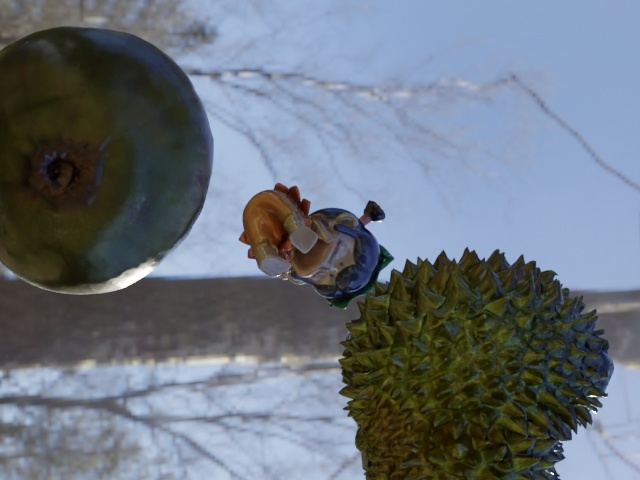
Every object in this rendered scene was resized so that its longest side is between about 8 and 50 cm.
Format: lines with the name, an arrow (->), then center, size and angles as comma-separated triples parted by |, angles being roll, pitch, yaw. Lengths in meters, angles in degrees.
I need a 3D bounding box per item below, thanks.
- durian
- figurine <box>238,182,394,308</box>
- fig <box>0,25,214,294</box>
durian -> 0.123, 0.129, 1.149 | 0.291, 0.224, 0.291 | -60, 167, -23
figurine -> 0.000, 0.000, 1.354 | 0.111, 0.195, 0.102 | -39, -127, 15
fig -> -0.140, -0.062, 0.821 | 0.259, 0.151, 0.151 | -113, -155, -76
